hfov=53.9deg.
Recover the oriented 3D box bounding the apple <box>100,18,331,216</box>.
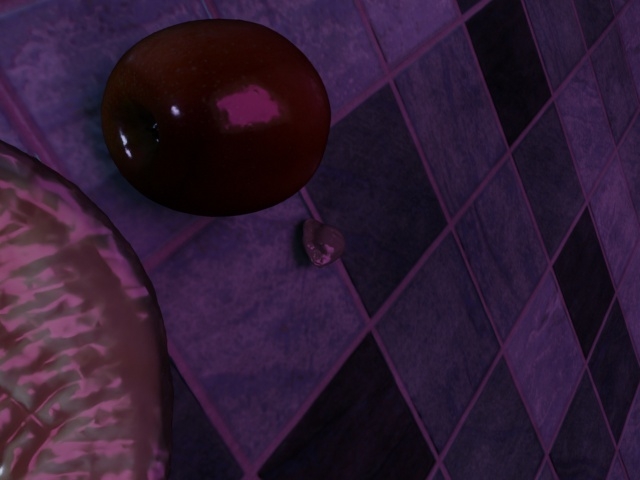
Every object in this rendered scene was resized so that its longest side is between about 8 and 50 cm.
[{"bbox_3d":[-0.089,-0.106,0.558,0.168,0.181,0.181,-20,100,-47],"label":"apple"}]

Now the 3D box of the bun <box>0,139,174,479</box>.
[{"bbox_3d":[-0.266,0.106,0.339,0.364,0.202,0.364,0,91,-41],"label":"bun"}]

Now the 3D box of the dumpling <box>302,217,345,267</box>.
[{"bbox_3d":[0.000,0.000,0.742,0.059,0.043,0.077,50,53,-2],"label":"dumpling"}]
